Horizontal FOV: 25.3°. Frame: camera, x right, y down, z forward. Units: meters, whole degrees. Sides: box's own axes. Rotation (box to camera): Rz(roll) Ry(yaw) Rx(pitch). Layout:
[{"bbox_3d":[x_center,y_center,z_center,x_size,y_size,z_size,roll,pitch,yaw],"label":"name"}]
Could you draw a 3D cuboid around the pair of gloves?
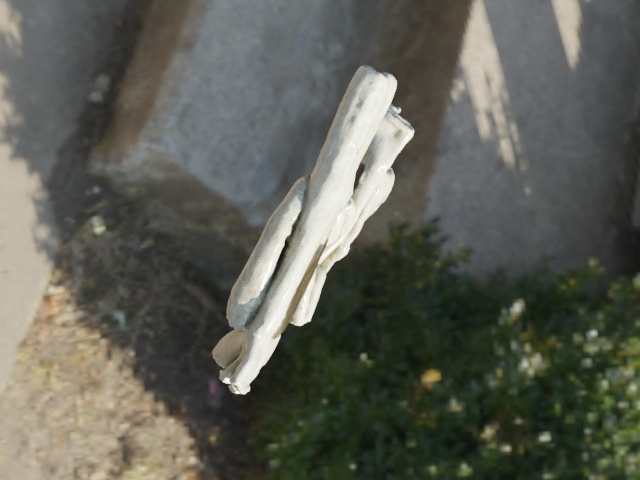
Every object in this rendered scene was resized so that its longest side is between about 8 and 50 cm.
[{"bbox_3d":[0.000,0.000,0.875,0.204,0.042,0.240,-60,175,-1],"label":"pair of gloves"}]
